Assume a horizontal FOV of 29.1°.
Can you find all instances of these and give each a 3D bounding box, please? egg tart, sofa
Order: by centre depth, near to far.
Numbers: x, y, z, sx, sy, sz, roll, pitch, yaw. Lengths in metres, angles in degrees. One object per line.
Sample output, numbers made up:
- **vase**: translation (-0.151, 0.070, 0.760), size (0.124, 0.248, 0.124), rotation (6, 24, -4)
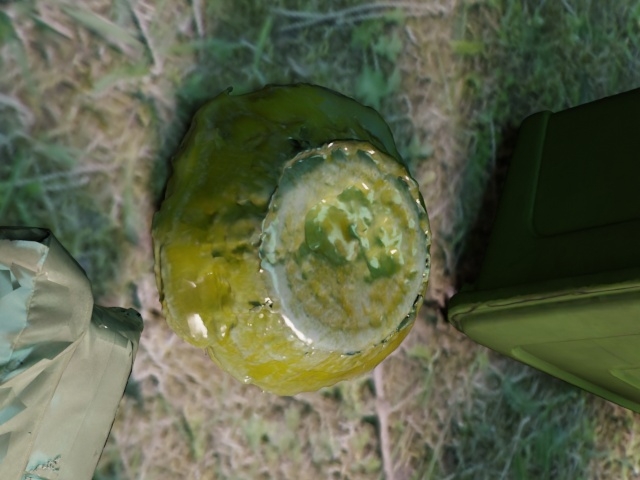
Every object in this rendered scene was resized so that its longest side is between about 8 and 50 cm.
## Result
- **sofa**: translation (-0.151, 0.104, 0.543), size (0.176, 0.225, 0.210), rotation (25, 77, -28)
- **egg tart**: translation (0.000, 0.000, 0.722), size (0.197, 0.078, 0.197), rotation (-3, 95, -36)

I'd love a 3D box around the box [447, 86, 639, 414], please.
- **box**: translation (0.277, 0.023, 0.816), size (0.328, 0.252, 0.178), rotation (26, 66, -32)
